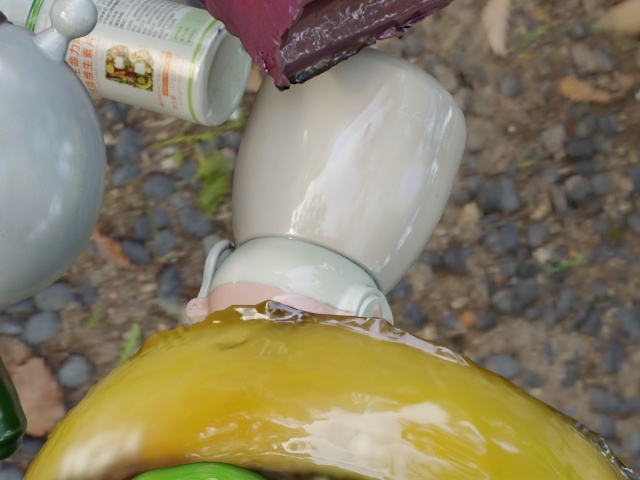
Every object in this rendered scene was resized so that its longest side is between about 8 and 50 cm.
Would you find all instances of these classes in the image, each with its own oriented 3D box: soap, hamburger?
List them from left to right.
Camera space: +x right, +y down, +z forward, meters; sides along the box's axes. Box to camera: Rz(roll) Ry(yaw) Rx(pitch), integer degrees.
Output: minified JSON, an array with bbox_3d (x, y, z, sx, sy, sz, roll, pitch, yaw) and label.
[{"bbox_3d":[-0.010,0.263,0.816,0.396,0.396,0.277,42,40,-18],"label":"hamburger"},{"bbox_3d":[0.041,-0.235,1.079,0.289,0.112,0.182,-28,70,-27],"label":"soap"}]

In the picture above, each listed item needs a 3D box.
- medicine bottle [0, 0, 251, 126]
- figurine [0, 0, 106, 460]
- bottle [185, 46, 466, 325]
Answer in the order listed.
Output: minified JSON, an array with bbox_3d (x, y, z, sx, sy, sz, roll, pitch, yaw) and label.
[{"bbox_3d":[-0.151,-0.148,1.277,0.183,0.086,0.086,16,70,19],"label":"medicine bottle"},{"bbox_3d":[-0.223,0.028,0.973,0.167,0.281,0.370,13,97,6],"label":"figurine"},{"bbox_3d":[0.000,0.000,1.107,0.148,0.147,0.236,30,62,-23],"label":"bottle"}]
